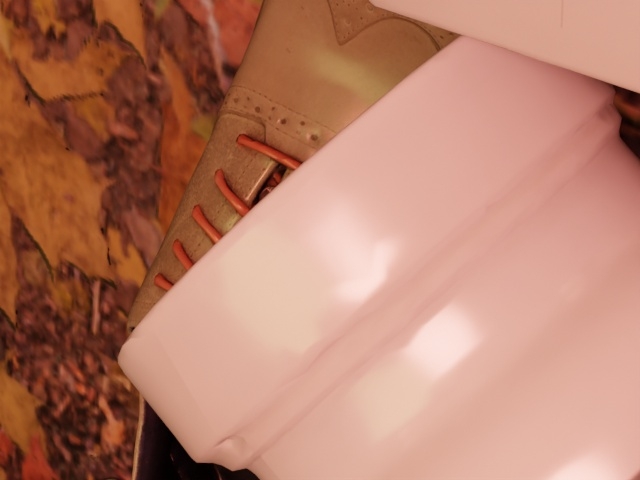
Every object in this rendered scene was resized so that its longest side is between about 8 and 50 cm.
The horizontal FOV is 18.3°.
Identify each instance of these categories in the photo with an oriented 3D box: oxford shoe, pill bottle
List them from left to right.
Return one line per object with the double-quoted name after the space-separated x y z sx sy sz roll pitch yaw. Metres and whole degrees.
0.000 0.000 0.749 0.123 0.130 0.348 29 126 30 "oxford shoe"
0.122 0.114 0.607 0.363 0.210 0.210 48 134 3 "pill bottle"

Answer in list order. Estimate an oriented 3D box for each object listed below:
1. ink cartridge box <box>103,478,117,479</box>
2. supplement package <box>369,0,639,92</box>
-0.075 0.245 0.926 0.235 0.056 0.171 41 136 51 "ink cartridge box"
0.180 -0.121 0.495 0.293 0.177 0.175 23 124 34 "supplement package"
